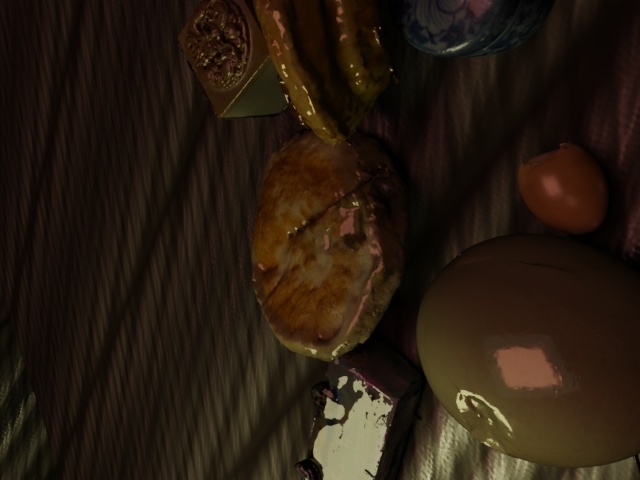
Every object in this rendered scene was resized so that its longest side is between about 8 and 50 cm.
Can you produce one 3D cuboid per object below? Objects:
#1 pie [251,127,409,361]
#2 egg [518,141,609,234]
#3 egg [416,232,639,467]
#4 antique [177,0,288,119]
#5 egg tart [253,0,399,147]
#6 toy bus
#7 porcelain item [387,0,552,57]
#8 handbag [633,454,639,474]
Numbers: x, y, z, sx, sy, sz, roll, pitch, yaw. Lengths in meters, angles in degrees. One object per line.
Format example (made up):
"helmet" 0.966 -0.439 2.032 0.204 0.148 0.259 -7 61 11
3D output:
"pie" 0.000 0.000 0.890 0.339 0.077 0.339 -10 78 51
"egg" 0.247 -0.050 0.650 0.080 0.080 0.096 -24 93 46
"egg" 0.215 0.103 0.628 0.269 0.219 0.219 5 105 47
"antique" -0.097 -0.267 0.884 0.152 0.148 0.146 -39 76 42
"egg tart" 0.020 -0.247 0.706 0.115 0.290 0.290 -9 97 18
"toy bus" 0.052 0.294 0.933 0.138 0.112 0.316 28 122 32
"porcelain item" 0.151 -0.264 0.657 0.147 0.114 0.147 16 113 43
"handbag" 0.373 0.236 0.628 0.139 0.072 0.115 30 124 51
